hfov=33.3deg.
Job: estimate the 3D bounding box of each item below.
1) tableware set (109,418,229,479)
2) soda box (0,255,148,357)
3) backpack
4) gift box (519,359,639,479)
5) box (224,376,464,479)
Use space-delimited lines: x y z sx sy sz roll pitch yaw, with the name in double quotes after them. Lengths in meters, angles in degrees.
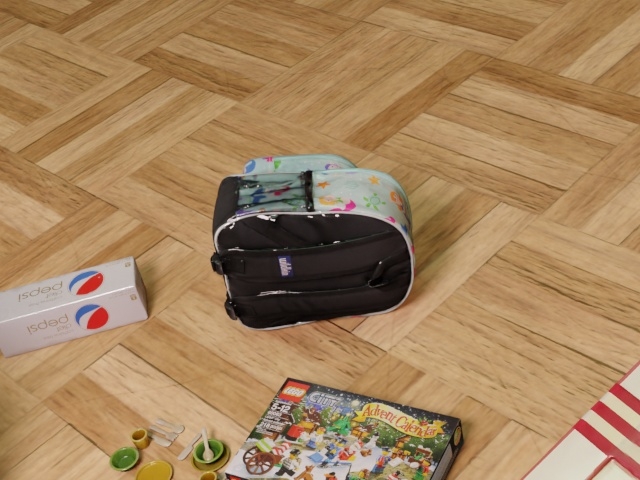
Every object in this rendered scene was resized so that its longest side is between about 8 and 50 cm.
-0.179 0.266 1.304 0.154 0.024 0.104 16 47 33 "tableware set"
-0.361 0.096 1.540 0.216 0.069 0.074 -16 38 -1 "soda box"
0.000 0.000 1.424 0.254 0.225 0.191 -2 44 9 "backpack"
0.335 0.269 0.966 0.255 0.276 0.258 -39 46 -10 "gift box"
0.028 0.251 1.241 0.233 0.044 0.159 9 43 27 "box"
